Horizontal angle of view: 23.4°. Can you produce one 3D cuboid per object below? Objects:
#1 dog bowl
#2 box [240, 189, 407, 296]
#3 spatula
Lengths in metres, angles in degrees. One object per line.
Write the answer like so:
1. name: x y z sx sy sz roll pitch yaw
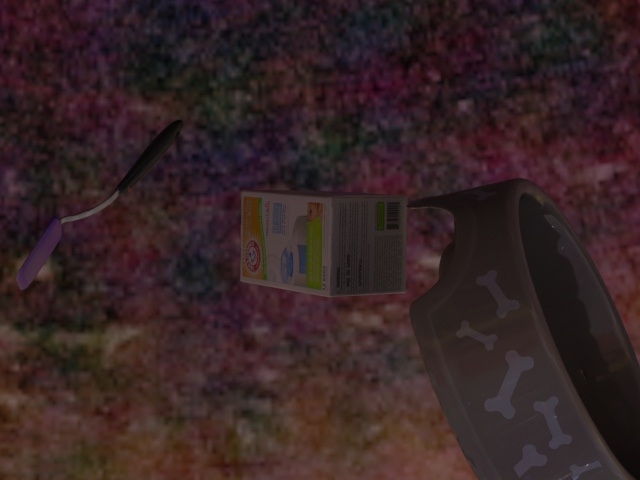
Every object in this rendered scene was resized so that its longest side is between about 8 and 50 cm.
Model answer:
1. dog bowl: 0.196 0.101 1.368 0.102 0.348 0.349 -24 142 20
2. box: 0.000 0.000 1.765 0.103 0.114 0.203 -2 -175 -32
3. spatula: -0.275 -0.050 1.930 0.296 0.030 0.084 -43 170 -17
